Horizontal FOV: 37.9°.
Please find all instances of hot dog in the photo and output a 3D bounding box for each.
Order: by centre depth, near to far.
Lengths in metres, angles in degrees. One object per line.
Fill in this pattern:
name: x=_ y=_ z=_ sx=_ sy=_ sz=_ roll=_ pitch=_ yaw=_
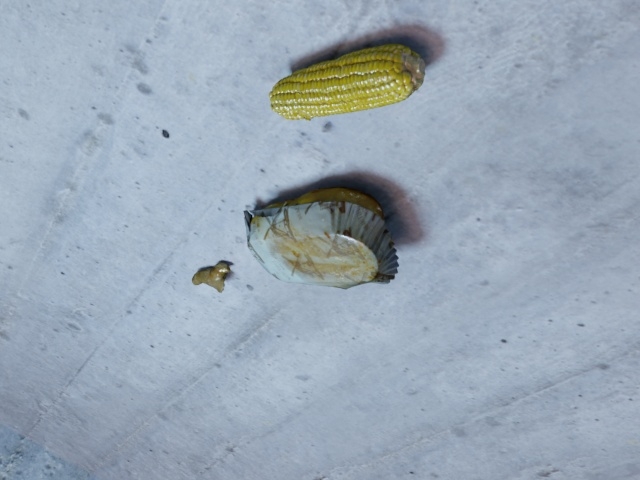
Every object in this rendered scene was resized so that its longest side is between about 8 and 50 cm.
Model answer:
hot dog: x=0.000 y=0.000 z=1.308 sx=0.270 sy=0.082 sz=0.163 roll=-6 pitch=127 yaw=48

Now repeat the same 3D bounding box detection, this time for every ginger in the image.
ginger: x=-0.173 y=0.064 z=1.546 sx=0.097 sy=0.030 sz=0.048 roll=-21 pitch=98 yaw=44

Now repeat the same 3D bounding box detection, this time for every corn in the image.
corn: x=0.030 y=-0.176 z=1.059 sx=0.206 sy=0.067 sz=0.067 roll=-8 pitch=134 yaw=39
